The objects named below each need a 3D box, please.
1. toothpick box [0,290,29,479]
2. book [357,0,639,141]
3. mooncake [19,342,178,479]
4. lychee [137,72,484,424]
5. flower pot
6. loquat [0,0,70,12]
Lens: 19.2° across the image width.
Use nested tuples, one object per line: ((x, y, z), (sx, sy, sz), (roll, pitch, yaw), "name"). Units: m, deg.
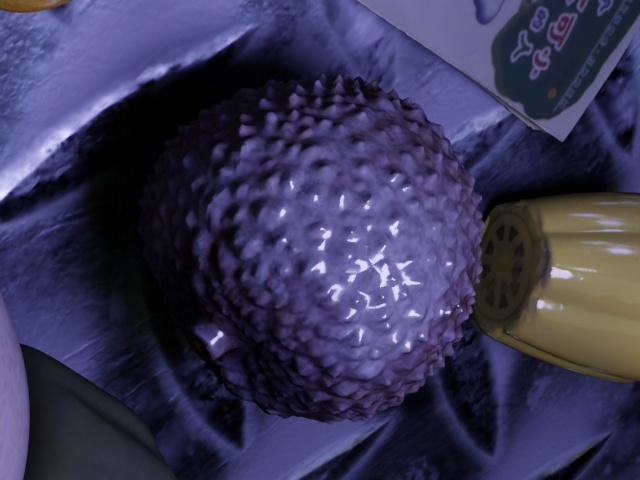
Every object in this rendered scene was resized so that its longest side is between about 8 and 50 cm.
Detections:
((-0.398, 0.056, 1.110), (0.409, 0.409, 0.425), (-40, 130, -14), "toothpick box")
((0.176, -0.264, 1.657), (0.371, 0.043, 0.260), (28, 96, -46), "book")
((-0.269, 0.243, 1.401), (0.351, 0.351, 0.187), (-53, 138, 0), "mooncake")
((0.001, 0.002, 1.503), (0.300, 0.300, 0.300), (-21, 128, -29), "lychee")
((0.248, 0.036, 1.818), (0.179, 0.195, 0.195), (10, 110, -30), "flower pot")
((-0.199, -0.226, 1.294), (0.141, 0.141, 0.141), (-21, 128, -29), "loquat")
